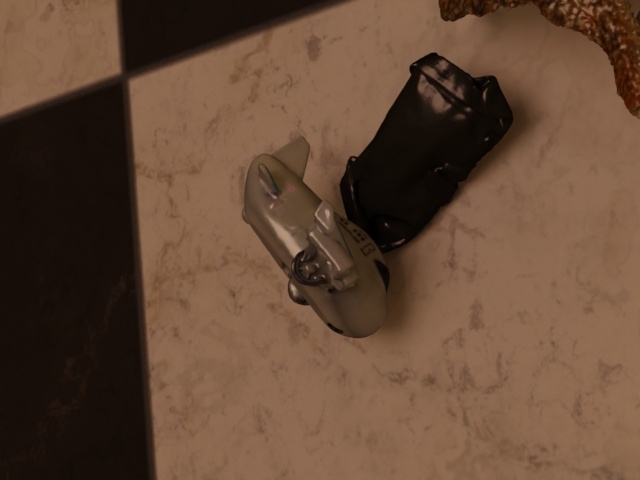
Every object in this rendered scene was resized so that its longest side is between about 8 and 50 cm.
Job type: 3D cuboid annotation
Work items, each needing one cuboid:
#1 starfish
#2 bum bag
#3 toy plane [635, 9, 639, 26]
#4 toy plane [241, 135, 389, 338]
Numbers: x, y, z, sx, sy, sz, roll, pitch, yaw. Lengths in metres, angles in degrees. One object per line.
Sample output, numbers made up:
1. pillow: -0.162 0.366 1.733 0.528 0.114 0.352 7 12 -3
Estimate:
1. starfish: 0.270 -0.324 1.892 0.398 0.132 0.383 5 68 57
2. bum bag: 0.119 -0.109 2.080 0.142 0.080 0.326 49 130 12
3. toy plane: 0.448 -0.245 1.806 0.245 0.117 0.244 -20 54 31
4. toy plane: -0.004 0.003 2.096 0.123 0.267 0.267 -32 58 -8
